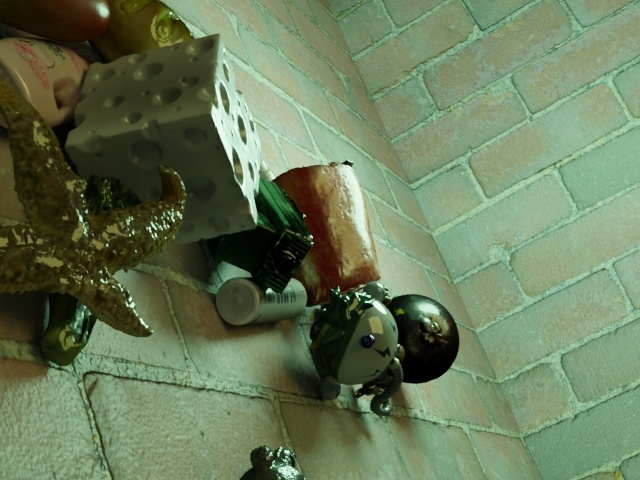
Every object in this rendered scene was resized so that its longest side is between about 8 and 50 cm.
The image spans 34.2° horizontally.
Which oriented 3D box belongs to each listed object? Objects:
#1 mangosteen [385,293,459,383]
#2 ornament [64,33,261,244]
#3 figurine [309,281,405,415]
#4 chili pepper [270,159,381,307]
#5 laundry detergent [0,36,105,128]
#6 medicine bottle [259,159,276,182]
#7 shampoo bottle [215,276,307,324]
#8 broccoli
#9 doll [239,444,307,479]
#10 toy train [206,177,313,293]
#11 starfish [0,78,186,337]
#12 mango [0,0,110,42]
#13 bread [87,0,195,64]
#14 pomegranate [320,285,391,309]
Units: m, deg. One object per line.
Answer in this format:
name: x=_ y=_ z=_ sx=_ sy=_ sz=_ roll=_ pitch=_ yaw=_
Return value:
mangosteen: x=0.221 y=0.250 z=2.594 sx=0.228 sy=0.228 sz=0.265 roll=62 pitch=-23 yaw=2
ornament: x=-0.246 y=-0.157 z=1.706 sx=0.239 sy=0.240 sz=0.239 roll=-91 pitch=165 yaw=-49
figurine: x=0.083 y=0.217 z=2.195 sx=0.382 sy=0.186 sz=0.261 roll=49 pitch=49 yaw=-69
chili pepper: x=0.000 y=0.000 z=2.321 sx=0.251 sy=0.229 sz=0.305 roll=-7 pitch=77 yaw=-46
laundry detergent: x=-0.444 y=-0.262 z=1.694 sx=0.159 sy=0.088 sz=0.335 roll=58 pitch=17 yaw=-5
medicine bottle: x=-0.129 y=-0.140 z=2.433 sx=0.089 sy=0.052 sz=0.052 roll=61 pitch=18 yaw=-1
shampoo bottle: x=-0.102 y=0.116 z=2.055 sx=0.092 sy=0.092 sz=0.303 roll=64 pitch=17 yaw=10
broccoli: x=-0.334 y=0.048 z=1.483 sx=0.165 sy=0.146 sz=0.304 roll=45 pitch=36 yaw=-31
doll: x=-0.030 y=0.439 z=1.641 sx=0.340 sy=0.158 sz=0.245 roll=38 pitch=40 yaw=-56
toy train: x=-0.136 y=-0.035 z=2.003 sx=0.178 sy=0.138 sz=0.330 roll=24 pitch=15 yaw=-28
starfish: x=-0.355 y=-0.043 z=1.367 sx=0.432 sy=0.082 sz=0.323 roll=26 pitch=58 yaw=-36
mango: x=-0.466 y=-0.393 z=1.656 sx=0.146 sy=0.129 sz=0.289 roll=26 pitch=15 yaw=36
bread: x=-0.314 y=-0.344 z=1.916 sx=0.333 sy=0.160 sz=0.333 roll=50 pitch=-8 yaw=10
pomegranate: x=0.081 y=0.164 z=2.391 sx=0.138 sy=0.163 sz=0.125 roll=-105 pitch=-164 yaw=-75
